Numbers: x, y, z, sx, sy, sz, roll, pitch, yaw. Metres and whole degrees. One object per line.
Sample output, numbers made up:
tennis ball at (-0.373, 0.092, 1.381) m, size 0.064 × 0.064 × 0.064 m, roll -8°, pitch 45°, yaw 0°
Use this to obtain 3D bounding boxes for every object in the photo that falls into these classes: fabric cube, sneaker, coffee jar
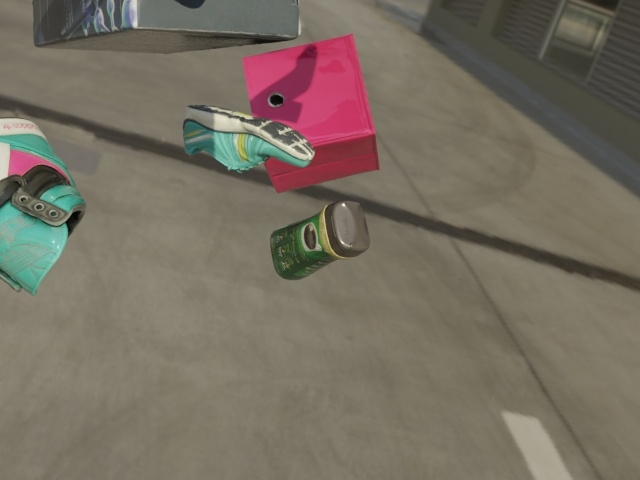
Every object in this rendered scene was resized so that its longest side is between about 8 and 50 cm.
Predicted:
fabric cube at (-0.017, -0.286, 2.159) m, size 0.258 × 0.254 × 0.259 m, roll -12°, pitch -16°, yaw 3°
sneaker at (-0.137, -0.179, 1.759) m, size 0.275 × 0.110 × 0.107 m, roll 17°, pitch 17°, yaw 22°
coffee jar at (0.000, 0.000, 1.578) m, size 0.079 × 0.096 × 0.184 m, roll 2°, pitch -17°, yaw -43°
sneaker at (-0.343, -0.019, 0.924) m, size 0.178 × 0.124 × 0.295 m, roll 46°, pitch 31°, yaw 12°

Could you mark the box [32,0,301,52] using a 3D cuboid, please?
box at (-0.210, -0.393, 1.176) m, size 0.212 × 0.294 × 0.395 m, roll -5°, pitch 9°, yaw -32°
